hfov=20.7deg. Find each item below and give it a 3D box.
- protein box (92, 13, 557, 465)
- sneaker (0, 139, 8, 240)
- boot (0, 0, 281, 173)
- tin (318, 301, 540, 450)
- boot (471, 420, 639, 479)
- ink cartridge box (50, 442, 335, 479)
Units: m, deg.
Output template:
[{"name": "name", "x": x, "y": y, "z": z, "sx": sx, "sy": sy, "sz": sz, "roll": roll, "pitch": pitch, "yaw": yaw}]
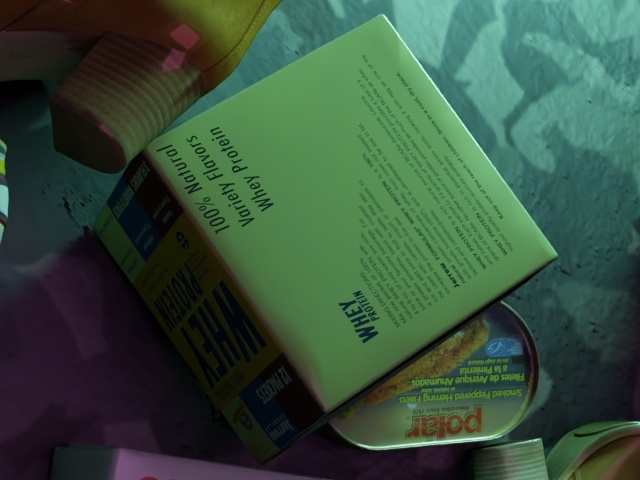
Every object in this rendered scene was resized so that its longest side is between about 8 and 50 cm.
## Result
[{"name": "protein box", "x": 0.000, "y": 0.000, "z": 1.141, "sx": 0.201, "sy": 0.136, "sz": 0.200, "roll": -32, "pitch": 83, "yaw": -28}, {"name": "sneaker", "x": -0.276, "y": -0.028, "z": 1.056, "sx": 0.185, "sy": 0.069, "sz": 0.084, "roll": 3, "pitch": 78, "yaw": -28}, {"name": "boot", "x": -0.174, "y": -0.181, "z": 1.087, "sx": 0.295, "sy": 0.104, "sz": 0.211, "roll": 31, "pitch": 59, "yaw": 8}, {"name": "tin", "x": 0.070, "y": 0.095, "z": 1.253, "sx": 0.189, "sy": 0.040, "sz": 0.106, "roll": -1, "pitch": 80, "yaw": -29}, {"name": "boot", "x": 0.204, "y": 0.214, "z": 1.295, "sx": 0.197, "sy": 0.073, "sz": 0.152, "roll": -8, "pitch": 87, "yaw": -17}, {"name": "ink cartridge box", "x": -0.089, "y": 0.255, "z": 1.108, "sx": 0.172, "sy": 0.100, "sz": 0.237, "roll": 13, "pitch": 78, "yaw": -28}]
